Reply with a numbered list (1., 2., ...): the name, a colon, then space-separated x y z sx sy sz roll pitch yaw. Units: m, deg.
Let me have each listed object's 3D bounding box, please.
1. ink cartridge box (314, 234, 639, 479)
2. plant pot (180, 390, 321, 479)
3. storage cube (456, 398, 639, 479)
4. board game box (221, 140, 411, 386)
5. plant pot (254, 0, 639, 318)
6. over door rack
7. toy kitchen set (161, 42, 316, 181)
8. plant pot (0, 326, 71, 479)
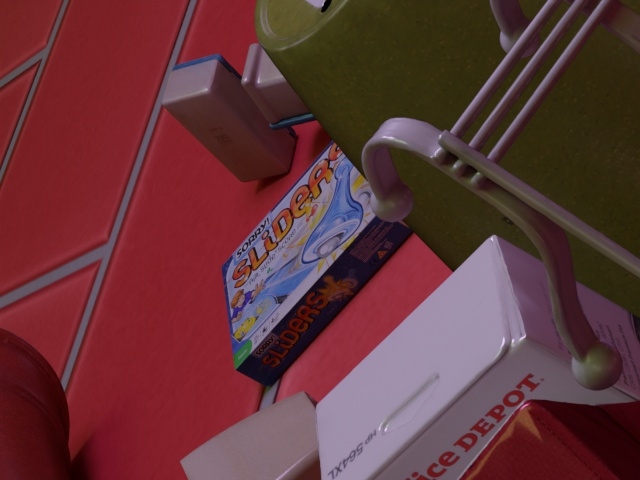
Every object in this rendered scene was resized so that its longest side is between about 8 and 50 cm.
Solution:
1. ink cartridge box: 0.120 0.108 0.957 0.148 0.203 0.086 -46 29 27
2. plant pot: -0.013 0.166 1.261 0.096 0.109 0.109 -45 27 3
3. storage cube: 0.125 0.196 0.790 0.193 0.183 0.215 45 107 22
4. board game box: 0.000 0.000 1.479 0.201 0.035 0.136 -48 28 23
5. plant pot: 0.117 -0.092 1.065 0.275 0.293 0.275 -42 31 33
6. over door rack: 0.212 -0.026 0.800 0.239 0.324 0.108 -53 -19 -28
7. toy kitchen set: -0.001 -0.165 1.603 0.207 0.122 0.166 -11 51 33
8. plant pot: -0.306 0.245 1.554 0.272 0.272 0.265 -54 35 14
